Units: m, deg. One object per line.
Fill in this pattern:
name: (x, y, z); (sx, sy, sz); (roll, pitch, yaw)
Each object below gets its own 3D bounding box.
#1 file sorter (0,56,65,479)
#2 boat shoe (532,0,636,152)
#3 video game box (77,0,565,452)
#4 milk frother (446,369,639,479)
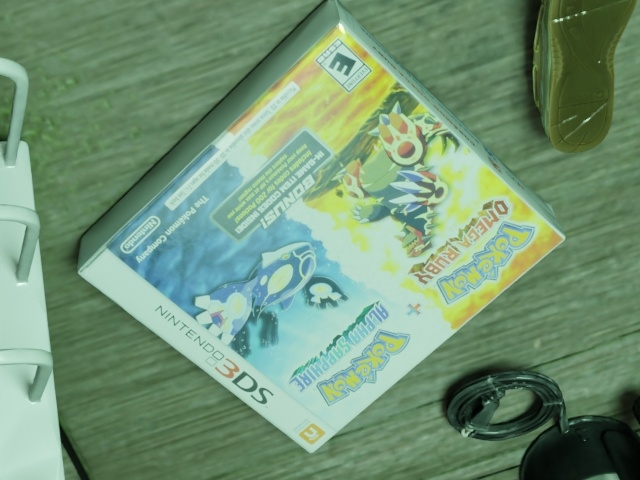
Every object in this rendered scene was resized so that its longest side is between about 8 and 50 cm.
file sorter: (-0.213, 0.074, 0.635); (0.193, 0.173, 0.277); (-5, 79, -16)
boat shoe: (0.133, -0.114, 0.735); (0.050, 0.045, 0.135); (-3, 121, -15)
video game box: (0.000, 0.000, 0.784); (0.205, 0.048, 0.187); (-43, 116, 16)
milk frother: (0.149, 0.156, 0.830); (0.143, 0.134, 0.129); (5, 117, -8)
